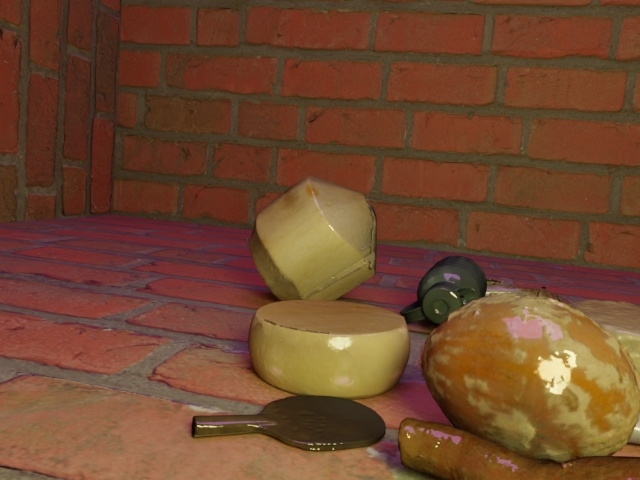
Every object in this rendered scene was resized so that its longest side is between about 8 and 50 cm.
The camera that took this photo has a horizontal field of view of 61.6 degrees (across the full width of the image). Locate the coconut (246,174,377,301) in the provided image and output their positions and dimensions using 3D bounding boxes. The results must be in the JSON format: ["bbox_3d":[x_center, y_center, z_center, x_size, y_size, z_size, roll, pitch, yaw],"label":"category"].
[{"bbox_3d":[0.000,0.000,1.284,0.323,0.322,0.323,5,6,-1],"label":"coconut"}]

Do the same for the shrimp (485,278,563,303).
[{"bbox_3d":[0.468,0.148,1.433,0.361,0.085,0.247,7,-3,-17],"label":"shrimp"}]

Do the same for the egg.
[{"bbox_3d":[0.232,0.157,0.608,0.234,0.194,0.195,9,7,9],"label":"egg"}]

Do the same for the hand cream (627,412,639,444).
[{"bbox_3d":[0.350,0.229,0.697,0.256,0.048,0.079,7,5,14],"label":"hand cream"}]

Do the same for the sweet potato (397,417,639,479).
[{"bbox_3d":[0.242,0.223,0.454,0.386,0.109,0.109,-5,0,33],"label":"sweet potato"}]

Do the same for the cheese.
[{"bbox_3d":[0.575,0.190,0.950,0.327,0.115,0.318,12,9,37],"label":"cheese"}]

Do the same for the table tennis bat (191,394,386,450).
[{"bbox_3d":[-0.034,0.218,0.645,0.235,0.022,0.131,5,7,-21],"label":"table tennis bat"}]

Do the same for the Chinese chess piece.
[{"bbox_3d":[0.013,0.160,0.837,0.251,0.097,0.251,5,6,0],"label":"Chinese chess piece"}]

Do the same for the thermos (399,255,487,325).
[{"bbox_3d":[0.277,0.125,1.211,0.182,0.144,0.287,-27,-5,23],"label":"thermos"}]
